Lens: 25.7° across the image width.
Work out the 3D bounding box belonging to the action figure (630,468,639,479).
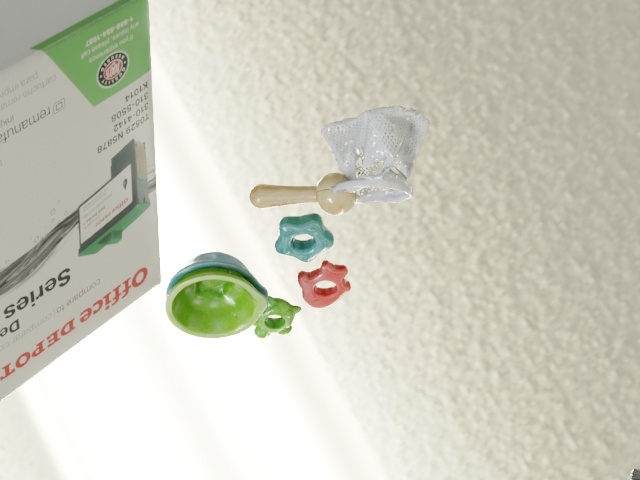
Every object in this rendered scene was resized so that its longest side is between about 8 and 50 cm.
[{"bbox_3d":[0.283,0.241,1.213,0.232,0.137,0.063,-11,-139,-6],"label":"action figure"}]

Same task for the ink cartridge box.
[{"bbox_3d":[-0.177,-0.034,0.808,0.092,0.219,0.160,28,-133,28],"label":"ink cartridge box"}]

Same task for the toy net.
[{"bbox_3d":[0.000,0.000,0.965,0.122,0.232,0.045,32,-145,-29],"label":"toy net"}]
